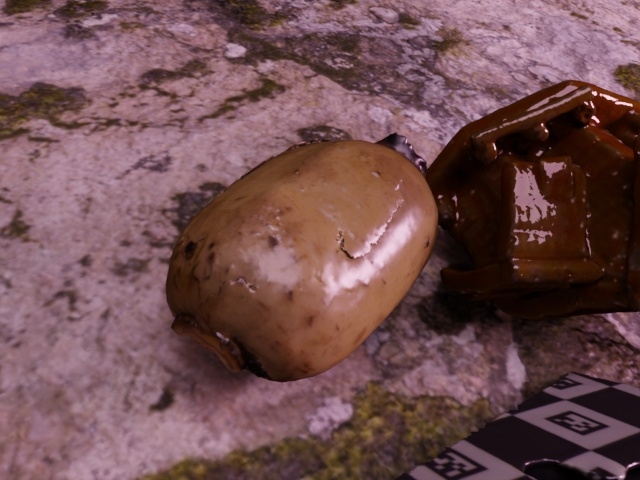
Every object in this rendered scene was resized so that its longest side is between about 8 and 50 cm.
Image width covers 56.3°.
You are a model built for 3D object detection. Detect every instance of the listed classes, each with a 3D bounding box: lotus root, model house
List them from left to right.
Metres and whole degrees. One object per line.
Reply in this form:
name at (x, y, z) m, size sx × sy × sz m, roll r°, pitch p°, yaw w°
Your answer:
lotus root at (0.000, 0.000, 0.489) m, size 0.160 × 0.146 × 0.284 m, roll 45°, pitch 54°, yaw 0°
model house at (0.234, -0.021, 0.532) m, size 0.200 × 0.219 × 0.229 m, roll 12°, pitch 29°, yaw -27°

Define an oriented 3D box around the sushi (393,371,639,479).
sushi at (0.229, 0.178, 0.321) m, size 0.320 × 0.068 × 0.340 m, roll 8°, pitch 10°, yaw 41°
